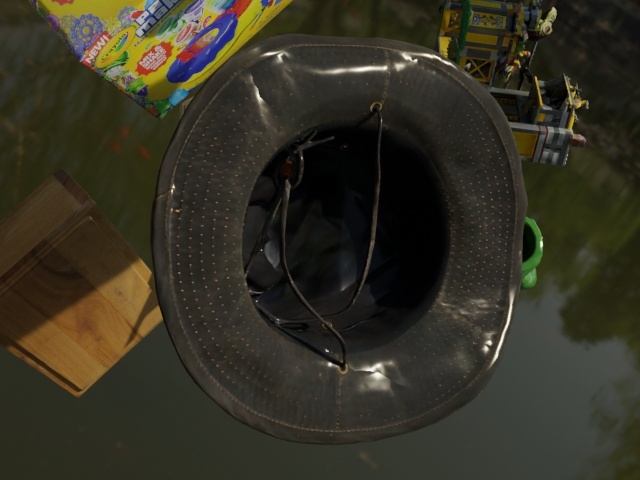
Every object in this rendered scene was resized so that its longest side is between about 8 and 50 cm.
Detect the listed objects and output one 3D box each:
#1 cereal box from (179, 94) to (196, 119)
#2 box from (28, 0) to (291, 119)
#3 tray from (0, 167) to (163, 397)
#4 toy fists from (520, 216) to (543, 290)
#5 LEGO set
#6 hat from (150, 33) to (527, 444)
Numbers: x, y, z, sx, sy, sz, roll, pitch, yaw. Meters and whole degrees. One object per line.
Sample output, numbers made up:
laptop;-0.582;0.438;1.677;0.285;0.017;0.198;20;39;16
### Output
cereal box;-0.077;-0.011;1.119;0.173;0.047;0.240;53;23;-45
box;-0.200;-0.344;1.460;0.177;0.290;0.279;49;4;15
tray;-0.329;0.074;1.496;0.076;0.203;0.411;43;-10;20
toy fists;0.146;0.062;1.394;0.142;0.279;0.096;107;-41;-74
LEGO set;0.257;-0.248;1.450;0.192;0.255;0.331;7;29;-2
hat;0.000;0.000;0.867;0.331;0.331;0.134;24;-13;-30
